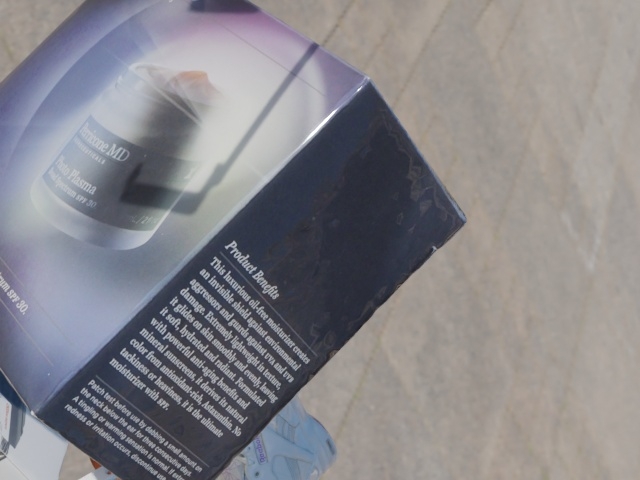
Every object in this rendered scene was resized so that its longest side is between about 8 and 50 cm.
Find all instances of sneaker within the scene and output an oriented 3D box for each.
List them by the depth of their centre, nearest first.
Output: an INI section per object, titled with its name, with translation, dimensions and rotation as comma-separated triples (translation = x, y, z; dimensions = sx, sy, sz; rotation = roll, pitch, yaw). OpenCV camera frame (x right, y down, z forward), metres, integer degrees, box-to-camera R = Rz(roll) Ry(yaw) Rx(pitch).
[sneaker]
translation = -0.086, 0.247, 1.634
dimensions = 0.152, 0.114, 0.305
rotation = -52, 128, -25

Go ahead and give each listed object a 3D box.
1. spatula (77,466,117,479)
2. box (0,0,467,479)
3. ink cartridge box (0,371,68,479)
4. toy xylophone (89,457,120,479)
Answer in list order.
[spatula]
translation = -0.252, 0.295, 1.038
dimensions = 0.168, 0.242, 0.019
rotation = 58, -7, 41
[box]
translation = -0.114, -0.023, 0.903
dimensions = 0.294, 0.296, 0.183
rotation = -45, 137, -7
[ink cartridge box]
translation = -0.506, 0.226, 1.653
dimensions = 0.307, 0.223, 0.129
rotation = 62, 27, -42
[toy xylophone]
translation = -0.172, 0.258, 1.216
dimensions = 0.081, 0.236, 0.322
rotation = -14, 91, -19
